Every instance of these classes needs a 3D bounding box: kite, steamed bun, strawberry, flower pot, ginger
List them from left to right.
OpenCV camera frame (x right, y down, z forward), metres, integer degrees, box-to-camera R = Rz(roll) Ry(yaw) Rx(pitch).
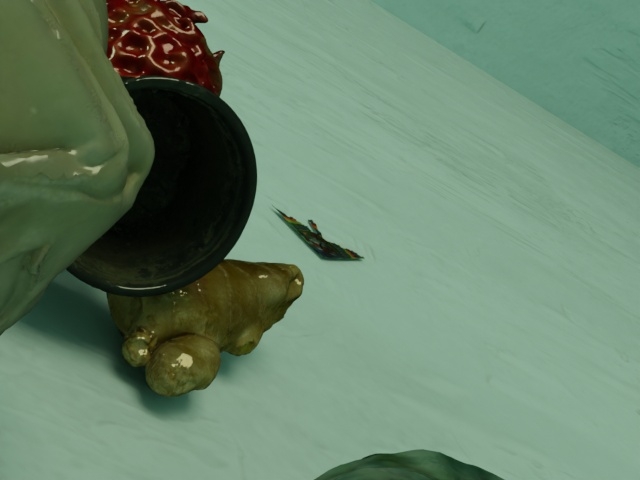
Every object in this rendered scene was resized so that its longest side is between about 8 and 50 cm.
[{"bbox_3d":[-0.255,-0.087,0.612,0.219,0.324,0.310,92,-26,-63],"label":"steamed bun"},{"bbox_3d":[-0.209,-0.115,1.034,0.244,0.205,0.205,17,23,-11],"label":"strawberry"},{"bbox_3d":[-0.136,-0.049,0.906,0.157,0.157,0.107,24,6,-30],"label":"flower pot"},{"bbox_3d":[-0.099,0.050,0.976,0.115,0.081,0.205,22,22,17],"label":"ginger"},{"bbox_3d":[0.000,0.000,1.374,0.122,0.004,0.090,28,20,-22],"label":"kite"}]

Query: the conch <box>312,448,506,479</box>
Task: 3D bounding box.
[{"bbox_3d":[0.061,0.216,0.731,0.277,0.195,0.220,61,6,-45],"label":"conch"}]
